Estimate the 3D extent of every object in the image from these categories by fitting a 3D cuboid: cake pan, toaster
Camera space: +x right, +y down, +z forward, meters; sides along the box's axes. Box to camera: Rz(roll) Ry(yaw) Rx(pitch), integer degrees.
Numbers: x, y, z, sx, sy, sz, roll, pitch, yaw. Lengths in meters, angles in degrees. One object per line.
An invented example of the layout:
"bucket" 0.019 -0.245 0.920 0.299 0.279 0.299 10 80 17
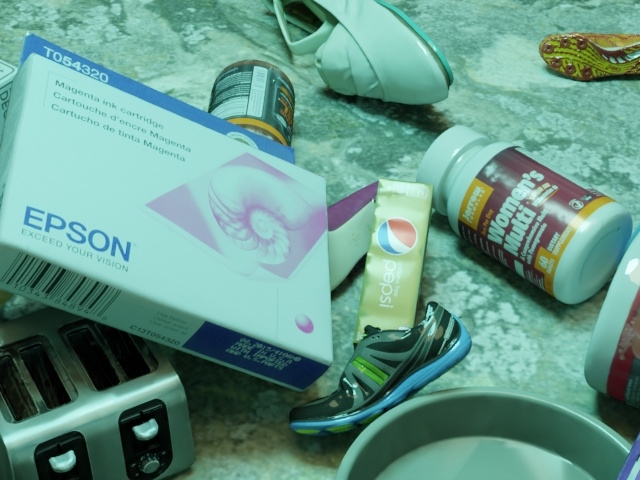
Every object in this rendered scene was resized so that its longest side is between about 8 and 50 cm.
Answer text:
"cake pan" 0.154 0.249 1.037 0.293 0.054 0.293 1 41 -1
"toaster" -0.223 0.145 1.101 0.168 0.110 0.185 -18 44 -23

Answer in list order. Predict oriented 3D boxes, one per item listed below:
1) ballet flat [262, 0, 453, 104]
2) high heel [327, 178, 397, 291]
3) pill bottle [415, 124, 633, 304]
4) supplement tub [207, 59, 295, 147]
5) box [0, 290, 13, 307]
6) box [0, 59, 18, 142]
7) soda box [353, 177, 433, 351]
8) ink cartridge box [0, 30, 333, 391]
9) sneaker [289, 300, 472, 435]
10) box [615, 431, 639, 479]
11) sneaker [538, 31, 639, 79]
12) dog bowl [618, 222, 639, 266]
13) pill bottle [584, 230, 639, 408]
"ballet flat" 0.031 -0.266 1.598 0.139 0.139 0.400 -16 39 -19
"high heel" 0.000 0.000 1.329 0.244 0.082 0.117 -33 14 -15
"pill bottle" 0.217 -0.034 1.318 0.121 0.121 0.221 -31 51 -33
"supplement tub" -0.086 -0.120 1.420 0.106 0.106 0.197 3 41 1
"box" -0.315 0.039 1.159 0.021 0.201 0.164 41 14 -19
"box" -0.440 -0.068 1.298 0.087 0.169 0.290 24 45 24
"soda box" 0.075 0.031 1.225 0.058 0.061 0.181 8 69 7
"ink cartridge box" -0.140 -0.049 1.143 0.324 0.071 0.330 22 44 -26
"sneaker" 0.050 0.122 1.134 0.188 0.067 0.078 -32 78 -6
"box" 0.366 0.272 0.963 0.293 0.057 0.201 33 48 11
"sneaker" 0.380 -0.252 1.640 0.175 0.064 0.067 4 20 -5
"dog bowl" 0.441 -0.049 1.323 0.074 0.166 0.297 38 51 20
"pill bottle" 0.422 0.114 1.111 0.319 0.176 0.176 22 44 22
